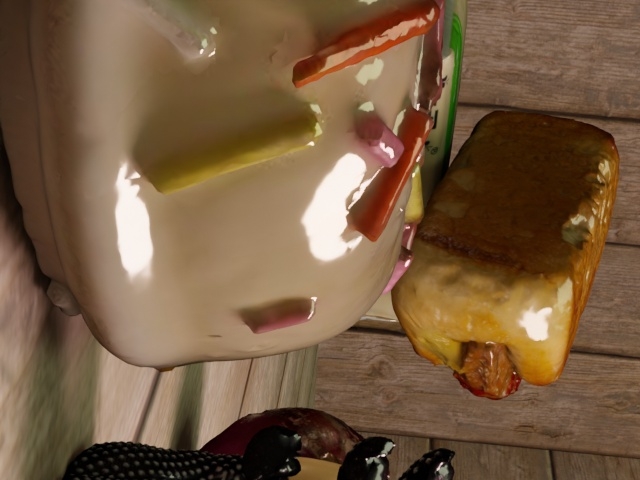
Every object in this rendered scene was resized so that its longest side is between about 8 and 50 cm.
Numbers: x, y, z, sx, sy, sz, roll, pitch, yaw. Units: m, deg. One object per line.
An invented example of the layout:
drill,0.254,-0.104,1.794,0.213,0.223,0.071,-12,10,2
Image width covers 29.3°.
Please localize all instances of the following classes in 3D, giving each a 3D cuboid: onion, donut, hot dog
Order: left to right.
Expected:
onion,-0.052,0.212,0.862,0.198,0.135,0.173,-39,-137,33
donut,-0.018,-0.131,0.493,0.382,0.142,0.383,4,90,-88
hot dog,0.201,0.029,1.328,0.405,0.185,0.223,-54,154,-54

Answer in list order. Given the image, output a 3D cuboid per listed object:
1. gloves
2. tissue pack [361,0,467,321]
gloves,-0.020,0.136,0.512,0.129,0.180,0.106,85,10,-72
tissue pack,0.059,-0.152,1.460,0.332,0.205,0.405,-83,178,-45
